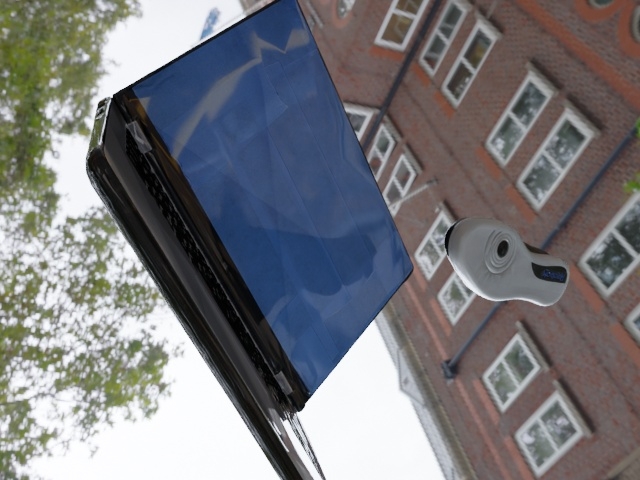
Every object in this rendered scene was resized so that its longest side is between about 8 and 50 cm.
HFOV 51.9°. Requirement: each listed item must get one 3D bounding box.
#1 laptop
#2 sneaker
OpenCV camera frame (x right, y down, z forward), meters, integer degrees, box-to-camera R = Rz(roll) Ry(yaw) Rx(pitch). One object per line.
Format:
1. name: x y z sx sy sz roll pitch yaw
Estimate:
1. laptop: 0.000 0.000 0.597 0.236 0.381 0.408 -29 -156 -5
2. sneaker: 0.176 0.018 0.743 0.217 0.079 0.121 22 -179 -42
